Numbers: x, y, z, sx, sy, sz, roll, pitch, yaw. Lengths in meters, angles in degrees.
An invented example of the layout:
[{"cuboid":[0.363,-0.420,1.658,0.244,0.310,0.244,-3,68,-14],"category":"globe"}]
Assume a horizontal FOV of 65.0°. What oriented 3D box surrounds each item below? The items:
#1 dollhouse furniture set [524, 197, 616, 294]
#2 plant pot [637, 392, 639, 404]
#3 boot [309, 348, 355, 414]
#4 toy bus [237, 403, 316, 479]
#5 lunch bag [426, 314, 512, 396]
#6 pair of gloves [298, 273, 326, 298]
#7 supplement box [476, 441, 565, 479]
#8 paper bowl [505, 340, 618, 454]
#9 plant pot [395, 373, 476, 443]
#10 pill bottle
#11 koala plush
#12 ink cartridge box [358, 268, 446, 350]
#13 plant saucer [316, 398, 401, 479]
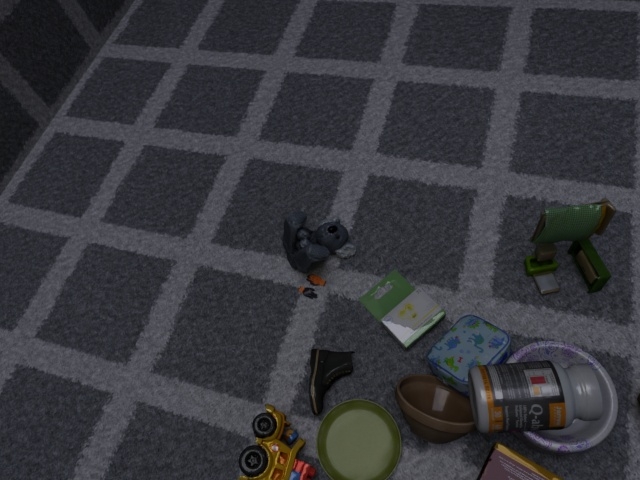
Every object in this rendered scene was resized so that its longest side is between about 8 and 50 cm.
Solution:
[{"cuboid":[0.732,0.034,1.457,0.198,0.301,0.151,-12,57,2],"category":"dollhouse furniture set"},{"cuboid":[0.932,0.461,1.237,0.237,0.237,0.254,-28,45,-5],"category":"plant pot"},{"cuboid":[0.037,0.421,1.515,0.137,0.076,0.197,-2,61,5],"category":"boot"},{"cuboid":[-0.109,0.598,1.411,0.212,0.149,0.220,16,62,5],"category":"toy bus"},{"cuboid":[0.431,0.330,1.444,0.219,0.090,0.176,-39,40,-22],"category":"lunch bag"},{"cuboid":[-0.029,0.156,1.712,0.074,0.010,0.083,24,69,23],"category":"pair of gloves"},{"cuboid":[0.484,0.651,1.257,0.191,0.129,0.194,26,68,23],"category":"supplement box"},{"cuboid":[0.622,0.425,1.347,0.285,0.148,0.284,-5,60,8],"category":"paper bowl"},{"cuboid":[0.314,0.474,1.376,0.238,0.237,0.109,18,106,20],"category":"plant pot"},{"cuboid":[0.512,0.377,1.220,0.279,0.162,0.162,-7,60,9],"category":"pill bottle"},{"cuboid":[0.000,0.000,1.723,0.221,0.203,0.196,-21,66,-26],"category":"koala plush"},{"cuboid":[0.256,0.210,1.600,0.171,0.056,0.235,-38,63,-10],"category":"ink cartridge box"},{"cuboid":[0.109,0.578,1.429,0.241,0.037,0.240,-5,59,9],"category":"plant saucer"}]
